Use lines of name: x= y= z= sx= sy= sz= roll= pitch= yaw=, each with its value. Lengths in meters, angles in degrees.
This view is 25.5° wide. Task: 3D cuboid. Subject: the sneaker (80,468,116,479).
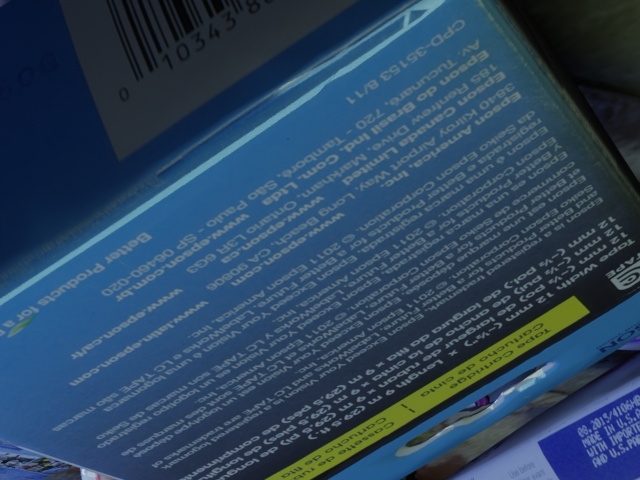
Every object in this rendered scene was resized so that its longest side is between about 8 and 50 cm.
sneaker: x=-0.133 y=0.161 z=1.029 sx=0.070 sy=0.051 sz=0.134 roll=-8 pitch=159 yaw=1

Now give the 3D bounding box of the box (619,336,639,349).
box: x=0.057 y=0.018 z=0.791 sx=0.324 sy=0.067 sz=0.063 roll=5 pitch=154 yaw=-22

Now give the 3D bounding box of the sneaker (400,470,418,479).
sneaker: x=-0.018 y=0.207 z=1.179 sx=0.208 sy=0.081 sz=0.094 roll=14 pitch=151 yaw=-40

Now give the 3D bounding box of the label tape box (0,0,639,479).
label tape box: x=0.000 y=0.000 z=0.604 sx=0.249 sy=0.115 sz=0.348 roll=-33 pitch=151 yaw=13

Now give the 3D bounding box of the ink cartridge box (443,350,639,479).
ink cartridge box: x=0.251 y=0.086 z=0.929 sx=0.330 sy=0.071 sz=0.324 roll=-28 pitch=169 yaw=-33

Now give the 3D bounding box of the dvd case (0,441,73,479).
dvd case: x=-0.227 y=0.136 z=1.038 sx=0.253 sy=0.022 sz=0.180 roll=-24 pitch=150 yaw=36

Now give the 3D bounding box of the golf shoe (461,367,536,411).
golf shoe: x=0.070 y=0.066 z=0.898 sx=0.186 sy=0.067 sz=0.086 roll=8 pitch=151 yaw=-30
